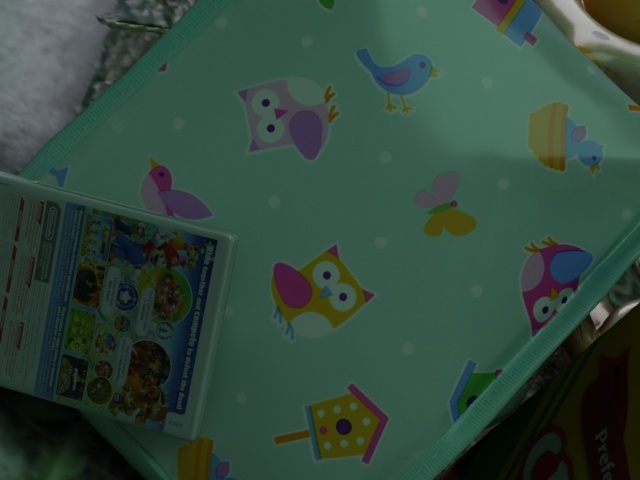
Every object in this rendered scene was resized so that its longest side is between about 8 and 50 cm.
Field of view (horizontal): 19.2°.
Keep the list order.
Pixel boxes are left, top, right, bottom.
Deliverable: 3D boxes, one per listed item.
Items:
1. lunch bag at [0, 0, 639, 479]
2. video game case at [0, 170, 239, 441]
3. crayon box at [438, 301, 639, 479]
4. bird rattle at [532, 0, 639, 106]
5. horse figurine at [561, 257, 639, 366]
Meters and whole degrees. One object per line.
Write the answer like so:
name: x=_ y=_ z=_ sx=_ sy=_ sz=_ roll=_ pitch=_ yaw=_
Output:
lunch bag: x=0.000 y=0.000 z=0.829 sx=0.262 sy=0.160 sz=0.223 roll=-44 pitch=88 yaw=-9
video game case: x=-0.098 y=0.025 z=0.769 sx=0.122 sy=0.087 sz=0.011 roll=15 pitch=12 yaw=14
crayon box: x=0.159 y=0.117 z=0.736 sx=0.081 sy=0.318 sz=0.202 roll=18 pitch=49 yaw=-22
bird rattle: x=0.221 y=-0.138 z=1.117 sx=0.207 sy=0.143 sz=0.253 roll=7 pitch=49 yaw=-10
horse figurine: x=0.201 y=0.055 z=0.985 sx=0.263 sy=0.066 sz=0.174 roll=28 pitch=57 yaw=-20
